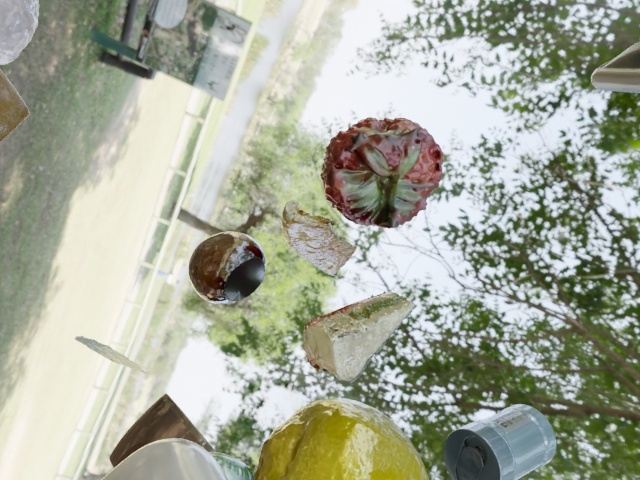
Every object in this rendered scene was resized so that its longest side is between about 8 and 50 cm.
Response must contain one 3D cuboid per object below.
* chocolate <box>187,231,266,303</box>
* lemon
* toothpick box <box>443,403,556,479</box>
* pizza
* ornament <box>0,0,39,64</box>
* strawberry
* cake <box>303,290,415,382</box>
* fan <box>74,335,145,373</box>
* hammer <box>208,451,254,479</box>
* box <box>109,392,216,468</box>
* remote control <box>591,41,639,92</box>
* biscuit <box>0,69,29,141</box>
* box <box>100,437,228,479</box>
[{"bbox_3d":[-0.210,0.051,1.161,0.177,0.176,0.177,-62,-170,20],"label":"chocolate"},{"bbox_3d":[0.039,0.469,1.005,0.348,0.348,0.348,-62,-170,20],"label":"lemon"},{"bbox_3d":[0.275,0.318,0.822,0.101,0.153,0.101,4,-84,50],"label":"toothpick box"},{"bbox_3d":[-0.007,-0.001,1.175,0.134,0.271,0.056,-16,-128,29],"label":"pizza"},{"bbox_3d":[-0.588,-0.388,0.848,0.259,0.259,0.225,135,-54,-65],"label":"ornament"},{"bbox_3d":[0.122,-0.153,1.163,0.261,0.261,0.258,-62,-157,23],"label":"strawberry"},{"bbox_3d":[0.075,0.180,0.993,0.086,0.220,0.117,21,-64,44],"label":"cake"},{"bbox_3d":[-0.604,0.321,1.534,0.131,0.240,0.009,102,13,-57],"label":"fan"},{"bbox_3d":[-0.276,0.417,0.821,0.119,0.335,0.206,74,23,-53],"label":"hammer"},{"bbox_3d":[-0.397,0.593,1.431,0.216,0.301,0.301,-41,179,-24],"label":"box"},{"bbox_3d":[0.278,-0.115,0.343,0.067,0.029,0.261,-27,-160,0],"label":"remote control"},{"bbox_3d":[-0.464,-0.172,0.576,0.301,0.043,0.278,-7,97,-56],"label":"biscuit"},{"bbox_3d":[-0.215,0.399,0.548,0.349,0.141,0.288,-41,-135,-10],"label":"box"}]
